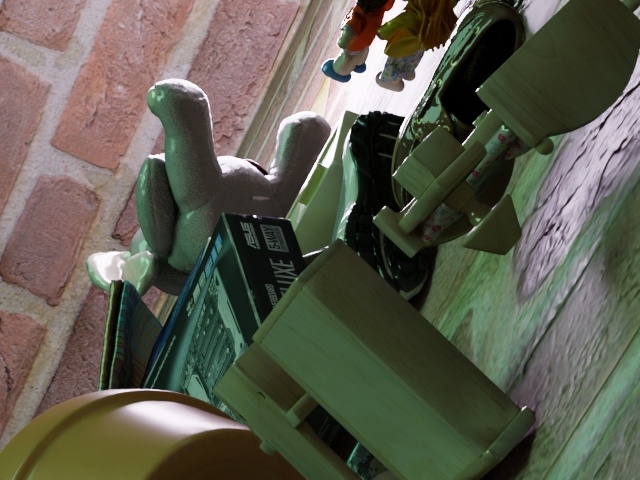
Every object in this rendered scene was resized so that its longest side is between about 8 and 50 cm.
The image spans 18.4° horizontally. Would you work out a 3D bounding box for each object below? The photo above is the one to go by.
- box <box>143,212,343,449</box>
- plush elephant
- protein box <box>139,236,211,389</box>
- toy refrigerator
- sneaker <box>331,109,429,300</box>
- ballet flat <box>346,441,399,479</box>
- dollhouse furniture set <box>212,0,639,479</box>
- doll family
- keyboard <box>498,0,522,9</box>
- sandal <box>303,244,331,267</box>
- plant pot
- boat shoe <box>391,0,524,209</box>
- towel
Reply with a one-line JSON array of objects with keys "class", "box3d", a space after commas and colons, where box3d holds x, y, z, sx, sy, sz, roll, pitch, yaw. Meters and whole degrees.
[{"class": "box", "box3d": [-0.083, 0.167, 1.880, 0.242, 0.076, 0.307, -109, 35, -42]}, {"class": "plush elephant", "box3d": [-0.158, -0.027, 2.581, 0.255, 0.272, 0.330, -6, 84, 52]}, {"class": "protein box", "box3d": [-0.126, 0.149, 2.341, 0.200, 0.136, 0.201, -76, 12, -51]}, {"class": "toy refrigerator", "box3d": [0.000, 0.000, 2.098, 0.102, 0.094, 0.269, -77, 13, -52]}, {"class": "sneaker", "box3d": [0.052, -0.020, 1.819, 0.271, 0.100, 0.108, -75, 7, -46]}, {"class": "ballet flat", "box3d": [0.034, 0.217, 1.440, 0.070, 0.070, 0.188, -93, 26, -72]}, {"class": "dollhouse furniture set", "box3d": [0.134, 0.005, 1.375, 0.355, 0.174, 0.303, -44, -5, -31]}, {"class": "doll family", "box3d": [0.120, -0.259, 2.087, 0.263, 0.118, 0.163, -50, -10, -38]}, {"class": "keyboard", "box3d": [0.198, -0.270, 1.800, 0.317, 0.033, 0.201, -94, 28, -74]}, {"class": "sandal", "box3d": [-0.023, 0.098, 2.009, 0.120, 0.086, 0.303, -21, -26, -43]}, {"class": "plant pot", "box3d": [-0.113, 0.257, 1.586, 0.203, 0.291, 0.291, -15, 50, 57]}, {"class": "boat shoe", "box3d": [0.118, -0.109, 1.702, 0.073, 0.073, 0.207, -118, 45, -71]}, {"class": "towel", "box3d": [-0.227, 0.223, 2.497, 0.370, 0.040, 0.271, 71, -158, -71]}]
